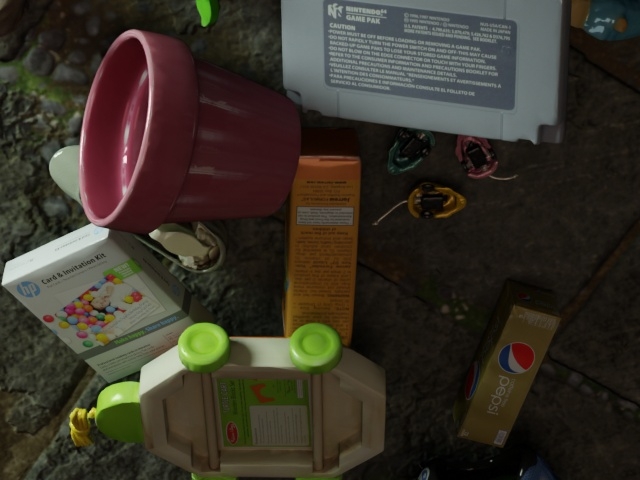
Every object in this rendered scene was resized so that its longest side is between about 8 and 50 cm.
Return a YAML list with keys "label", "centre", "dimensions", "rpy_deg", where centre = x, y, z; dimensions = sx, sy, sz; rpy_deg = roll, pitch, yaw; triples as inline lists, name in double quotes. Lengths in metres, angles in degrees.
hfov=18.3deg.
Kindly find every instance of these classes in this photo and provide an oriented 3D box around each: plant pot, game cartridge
- label: "plant pot"
  centre: [-0.127, -0.100, 2.009]
  dimensions: [0.180, 0.201, 0.201]
  rpy_deg: [8, 118, -26]
- label: "game cartridge"
  centre: [0.104, -0.205, 1.980]
  dimensions: [0.294, 0.060, 0.196]
  rpy_deg: [9, 125, 17]

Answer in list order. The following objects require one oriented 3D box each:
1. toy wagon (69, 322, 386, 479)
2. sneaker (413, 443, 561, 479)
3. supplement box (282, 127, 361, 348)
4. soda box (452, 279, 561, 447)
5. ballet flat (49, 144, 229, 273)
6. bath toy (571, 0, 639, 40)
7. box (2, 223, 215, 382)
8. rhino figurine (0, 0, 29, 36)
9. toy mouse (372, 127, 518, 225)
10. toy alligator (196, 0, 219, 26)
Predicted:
- label: "toy wagon"
  centre: [-0.101, 0.184, 2.175]
  dimensions: [0.344, 0.068, 0.267]
  rpy_deg: [1, 141, 1]
- label: "sneaker"
  centre: [0.116, 0.319, 2.268]
  dimensions: [0.330, 0.130, 0.147]
  rpy_deg: [-25, 124, 1]
- label: "supplement box"
  centre: [0.000, 0.000, 2.122]
  dimensions: [0.080, 0.078, 0.233]
  rpy_deg: [-1, 117, -3]
- label: "soda box"
  centre: [0.206, 0.138, 2.216]
  dimensions: [0.058, 0.061, 0.181]
  rpy_deg: [16, 116, -11]
- label: "ballet flat"
  centre: [-0.189, -0.032, 2.098]
  dimensions: [0.213, 0.068, 0.072]
  rpy_deg: [29, 112, -17]
- label: "bath toy"
  centre: [0.332, -0.367, 1.929]
  dimensions: [0.151, 0.129, 0.348]
  rpy_deg: [-7, 134, -52]
- label: "box"
  centre: [-0.225, 0.065, 2.127]
  dimensions: [0.145, 0.038, 0.186]
  rpy_deg: [-23, 128, 25]
- label: "rhino figurine"
  centre: [-0.396, -0.272, 1.956]
  dimensions: [0.243, 0.073, 0.106]
  rpy_deg: [18, 112, -11]
- label: "toy mouse"
  centre: [0.128, -0.093, 2.106]
  dimensions: [0.161, 0.031, 0.143]
  rpy_deg: [-6, 118, -1]
- label: "toy alligator"
  centre: [-0.115, -0.306, 1.969]
  dimensions: [0.051, 0.056, 0.189]
  rpy_deg: [25, 122, 30]
